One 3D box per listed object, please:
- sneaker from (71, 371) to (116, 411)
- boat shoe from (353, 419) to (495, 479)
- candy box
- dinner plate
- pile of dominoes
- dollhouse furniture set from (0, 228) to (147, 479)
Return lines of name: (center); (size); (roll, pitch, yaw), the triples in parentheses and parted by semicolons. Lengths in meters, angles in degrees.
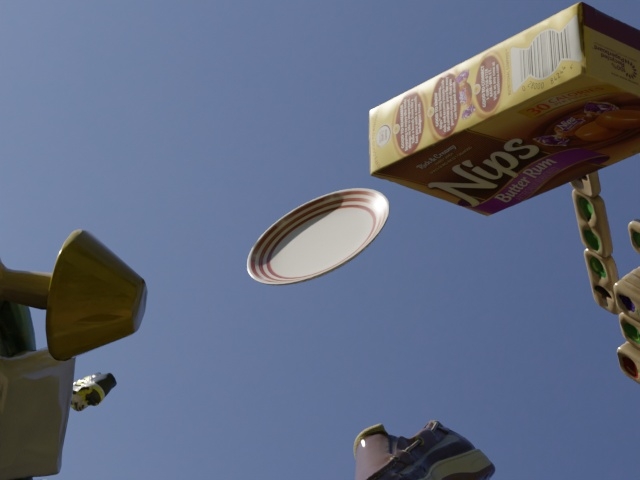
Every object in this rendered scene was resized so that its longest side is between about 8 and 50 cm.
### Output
sneaker: (-0.234, 0.153, 1.589); (0.083, 0.035, 0.031); (-8, -67, 54)
boat shoe: (0.058, 0.214, 1.386); (0.095, 0.257, 0.095); (49, -68, 18)
candy box: (0.130, -0.076, 0.970); (0.109, 0.053, 0.187); (17, -28, -36)
dinner plate: (0.000, 0.000, 1.405); (0.141, 0.141, 0.017); (-11, -57, 27)
pile of dominoes: (0.233, 0.010, 1.097); (0.196, 0.040, 0.251); (35, -29, 48)
dollhouse furniture set: (-0.095, 0.170, 0.438); (0.198, 0.286, 0.303); (11, -76, 7)
